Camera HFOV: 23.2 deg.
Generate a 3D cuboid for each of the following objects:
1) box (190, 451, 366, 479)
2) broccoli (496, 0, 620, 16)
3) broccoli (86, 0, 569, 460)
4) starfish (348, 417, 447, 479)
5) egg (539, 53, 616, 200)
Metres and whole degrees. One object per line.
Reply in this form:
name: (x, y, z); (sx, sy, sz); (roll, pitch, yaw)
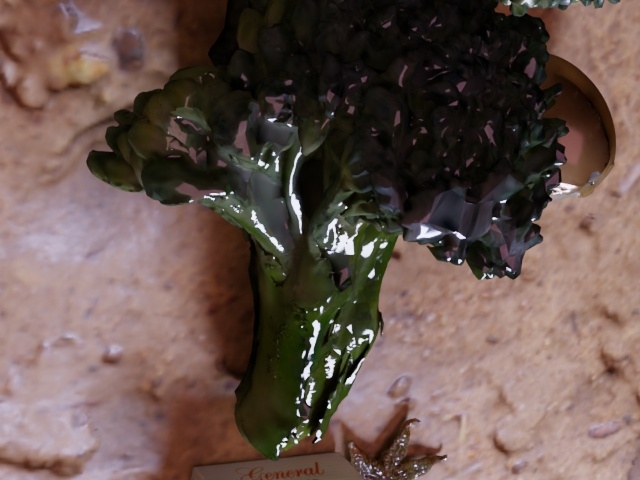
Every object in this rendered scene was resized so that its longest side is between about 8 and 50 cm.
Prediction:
box: (-0.038, 0.198, 0.890); (0.100, 0.048, 0.152); (0, 119, -33)
broccoli: (0.121, -0.216, 0.656); (0.176, 0.226, 0.198); (-19, 146, 33)
broccoli: (-0.012, -0.005, 0.724); (0.198, 0.177, 0.275); (7, 125, -44)
starfish: (0.035, 0.144, 0.928); (0.086, 0.016, 0.092); (25, 103, -40)
egg: (0.118, -0.061, 0.824); (0.071, 0.071, 0.083); (-32, 115, -16)
